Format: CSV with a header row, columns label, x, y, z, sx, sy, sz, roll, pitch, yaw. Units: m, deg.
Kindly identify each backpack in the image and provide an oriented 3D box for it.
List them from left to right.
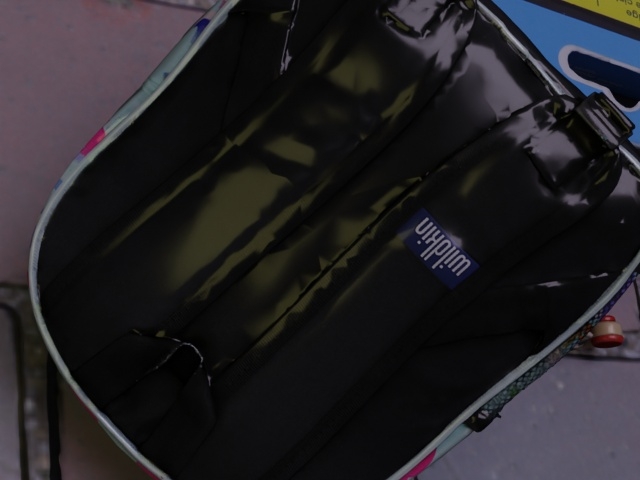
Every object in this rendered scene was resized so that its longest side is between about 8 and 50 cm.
label,x,y,z,sx,sy,sz,roll,pitch,yaw
backpack,0.000,0.000,0.659,0.253,0.191,0.225,-45,90,0

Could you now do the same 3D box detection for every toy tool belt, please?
label,x,y,z,sx,sy,sz,roll,pitch,yaw
toy tool belt,0.142,0.034,0.825,0.083,0.052,0.051,9,69,-27

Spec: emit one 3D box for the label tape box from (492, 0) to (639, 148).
label,x,y,z,sx,sy,sz,roll,pitch,yaw
label tape box,0.158,-0.190,0.922,0.249,0.115,0.348,14,61,-23
